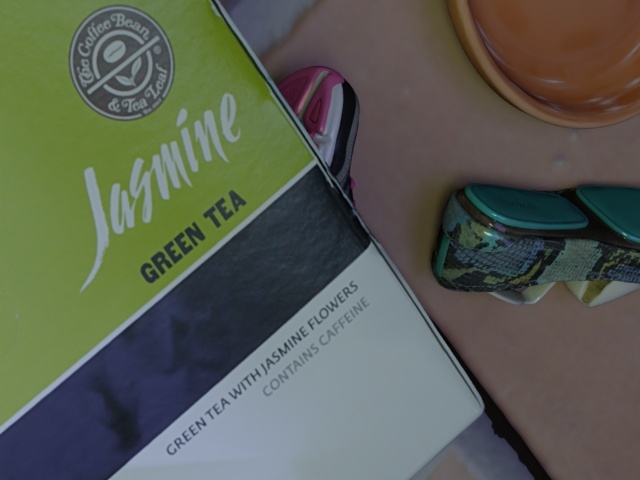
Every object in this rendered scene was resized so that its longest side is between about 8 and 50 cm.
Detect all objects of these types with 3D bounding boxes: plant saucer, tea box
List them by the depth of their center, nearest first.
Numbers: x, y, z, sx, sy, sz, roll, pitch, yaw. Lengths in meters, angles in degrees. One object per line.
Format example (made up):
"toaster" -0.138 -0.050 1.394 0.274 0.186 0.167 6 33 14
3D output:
"tea box" -0.187 0.030 0.680 0.329 0.220 0.323 -40 108 -22
"plant saucer" 0.136 -0.158 1.019 0.200 0.037 0.200 -8 105 -34

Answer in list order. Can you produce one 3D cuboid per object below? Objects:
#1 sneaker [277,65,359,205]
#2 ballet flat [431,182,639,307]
"sneaker" 0.000 0.000 0.944 0.074 0.063 0.170 -2 107 -35
"ballet flat" 0.133 0.005 1.049 0.188 0.070 0.070 5 98 -35
